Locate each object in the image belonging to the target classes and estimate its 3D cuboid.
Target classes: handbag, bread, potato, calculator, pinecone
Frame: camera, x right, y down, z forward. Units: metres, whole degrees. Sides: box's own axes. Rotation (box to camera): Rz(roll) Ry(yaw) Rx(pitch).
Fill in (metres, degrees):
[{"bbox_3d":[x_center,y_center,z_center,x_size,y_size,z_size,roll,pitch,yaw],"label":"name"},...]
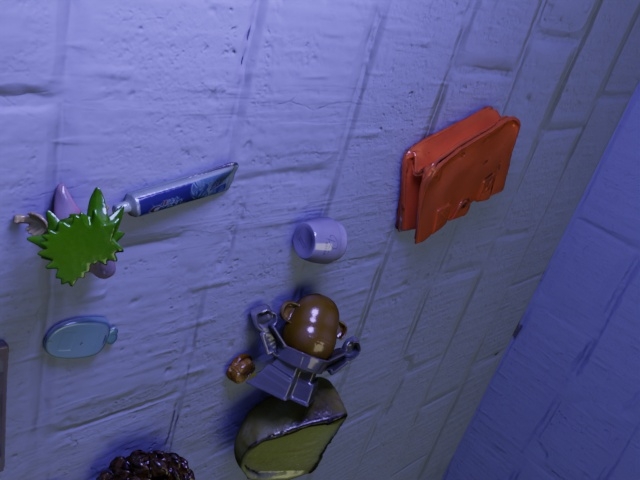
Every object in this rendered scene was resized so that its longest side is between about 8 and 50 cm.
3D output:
[{"bbox_3d":[0.400,-0.194,1.790,0.410,0.116,0.303,-30,138,-28],"label":"handbag"},{"bbox_3d":[-0.210,0.340,1.621,0.081,0.046,0.083,4,115,-56],"label":"bread"},{"bbox_3d":[-0.125,0.534,1.783,0.280,0.212,0.330,-1,131,-28],"label":"potato"},{"bbox_3d":[-0.472,0.194,1.224,0.153,0.021,0.095,7,115,-47],"label":"calculator"},{"bbox_3d":[-0.418,0.623,1.481,0.243,0.243,0.257,-45,164,-11],"label":"pinecone"}]

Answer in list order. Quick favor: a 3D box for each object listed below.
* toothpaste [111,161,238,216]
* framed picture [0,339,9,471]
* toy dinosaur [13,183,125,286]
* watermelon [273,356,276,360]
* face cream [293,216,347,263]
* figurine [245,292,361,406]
[{"bbox_3d":[-0.274,-0.094,1.184,0.268,0.047,0.069,-24,123,-39],"label":"toothpaste"},{"bbox_3d":[-0.763,0.350,1.025,0.446,0.028,0.325,-11,127,-43],"label":"framed picture"},{"bbox_3d":[-0.395,-0.011,1.050,0.152,0.177,0.194,-40,114,-10],"label":"toy dinosaur"},{"bbox_3d":[-0.092,0.329,1.746,0.092,0.072,0.084,34,107,-17],"label":"watermelon"},{"bbox_3d":[0.000,0.000,1.506,0.104,0.117,0.117,-1,121,-40],"label":"face cream"},{"bbox_3d":[-0.043,0.278,1.623,0.343,0.167,0.284,24,86,-52],"label":"figurine"}]
